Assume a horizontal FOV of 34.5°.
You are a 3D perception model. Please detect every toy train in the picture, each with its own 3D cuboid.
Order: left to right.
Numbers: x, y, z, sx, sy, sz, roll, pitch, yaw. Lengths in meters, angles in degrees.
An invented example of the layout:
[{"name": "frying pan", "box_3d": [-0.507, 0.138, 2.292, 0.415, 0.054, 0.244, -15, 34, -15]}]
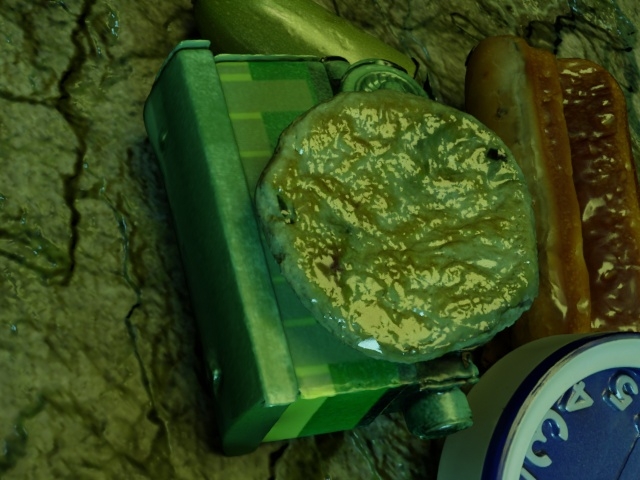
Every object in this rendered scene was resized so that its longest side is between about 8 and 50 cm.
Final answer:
[{"name": "toy train", "box_3d": [0.000, 0.000, 0.702, 0.202, 0.120, 0.301, -5, 62, -22]}]

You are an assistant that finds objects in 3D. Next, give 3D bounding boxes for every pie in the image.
[{"name": "pie", "box_3d": [0.049, -0.012, 0.628, 0.187, 0.041, 0.187, 8, 59, -14]}]

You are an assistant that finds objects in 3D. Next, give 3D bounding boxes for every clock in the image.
[{"name": "clock", "box_3d": [0.192, 0.176, 0.700, 0.230, 0.083, 0.230, 1, 87, -25]}]

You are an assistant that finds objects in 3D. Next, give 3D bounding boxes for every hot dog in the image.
[{"name": "hot dog", "box_3d": [0.196, -0.025, 0.881, 0.158, 0.117, 0.349, 15, 54, -23]}]

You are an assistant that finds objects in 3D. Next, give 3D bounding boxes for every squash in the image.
[{"name": "squash", "box_3d": [-0.020, -0.152, 0.837, 0.188, 0.095, 0.095, 28, 47, -13]}]
